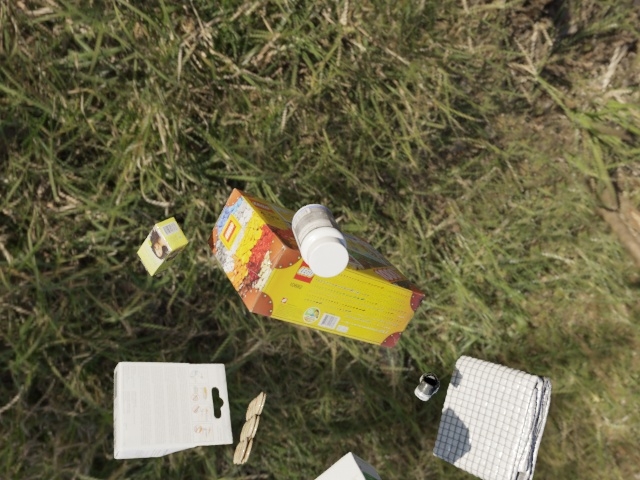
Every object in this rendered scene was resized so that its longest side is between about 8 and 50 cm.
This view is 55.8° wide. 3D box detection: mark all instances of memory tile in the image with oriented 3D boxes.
[{"bbox_3d":[-0.119,0.313,1.001,0.012,0.113,0.148,19,155,-7],"label":"memory tile"}]

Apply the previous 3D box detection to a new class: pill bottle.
[{"bbox_3d":[0.000,0.000,1.018,0.078,0.137,0.078,-6,119,-10],"label":"pill bottle"}]

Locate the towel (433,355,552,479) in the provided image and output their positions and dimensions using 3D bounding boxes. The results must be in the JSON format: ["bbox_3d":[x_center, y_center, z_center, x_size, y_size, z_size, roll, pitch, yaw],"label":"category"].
[{"bbox_3d":[0.439,0.454,1.528,0.121,0.235,0.283,18,84,-45],"label":"towel"}]

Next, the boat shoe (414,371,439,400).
[{"bbox_3d":[0.259,0.334,1.421,0.040,0.049,0.142,-63,165,15],"label":"boat shoe"}]

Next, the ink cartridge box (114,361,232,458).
[{"bbox_3d":[-0.315,0.356,1.282,0.232,0.189,0.066,10,141,-30],"label":"ink cartridge box"}]

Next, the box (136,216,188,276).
[{"bbox_3d":[-0.441,0.022,1.673,0.058,0.087,0.232,-29,174,-35],"label":"box"}]

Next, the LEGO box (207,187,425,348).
[{"bbox_3d":[-0.015,0.082,1.702,0.500,0.372,0.193,20,106,-35],"label":"LEGO box"}]

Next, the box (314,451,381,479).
[{"bbox_3d":[0.058,0.459,1.092,0.102,0.087,0.101,-41,133,4],"label":"box"}]
